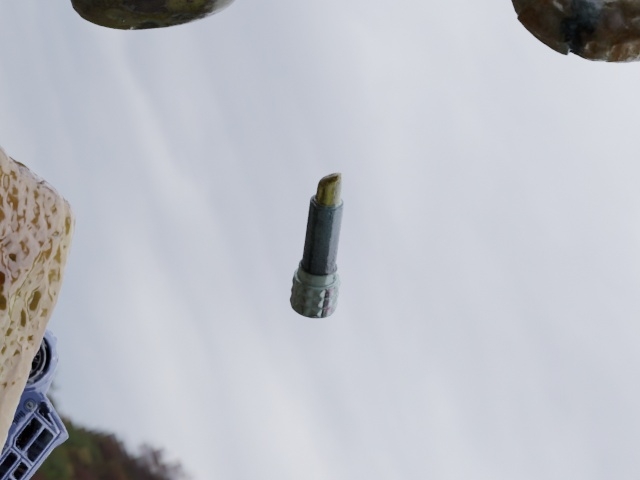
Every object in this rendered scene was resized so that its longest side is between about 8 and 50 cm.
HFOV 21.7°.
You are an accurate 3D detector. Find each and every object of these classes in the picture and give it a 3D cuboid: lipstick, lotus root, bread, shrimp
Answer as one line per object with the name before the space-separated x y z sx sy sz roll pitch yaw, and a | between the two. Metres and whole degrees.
lipstick | 0.000 0.000 1.208 0.037 0.037 0.116 -124 -147 -51
lotus root | -0.153 -0.311 1.823 0.154 0.278 0.154 171 -90 -88
bread | -0.302 0.078 1.166 0.195 0.148 0.344 46 58 -57
shrimp | 0.374 -0.330 1.924 0.085 0.360 0.247 127 -59 -71

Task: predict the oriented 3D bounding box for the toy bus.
toy bus | -0.366 0.219 1.737 0.133 0.292 0.125 48 -26 -24
